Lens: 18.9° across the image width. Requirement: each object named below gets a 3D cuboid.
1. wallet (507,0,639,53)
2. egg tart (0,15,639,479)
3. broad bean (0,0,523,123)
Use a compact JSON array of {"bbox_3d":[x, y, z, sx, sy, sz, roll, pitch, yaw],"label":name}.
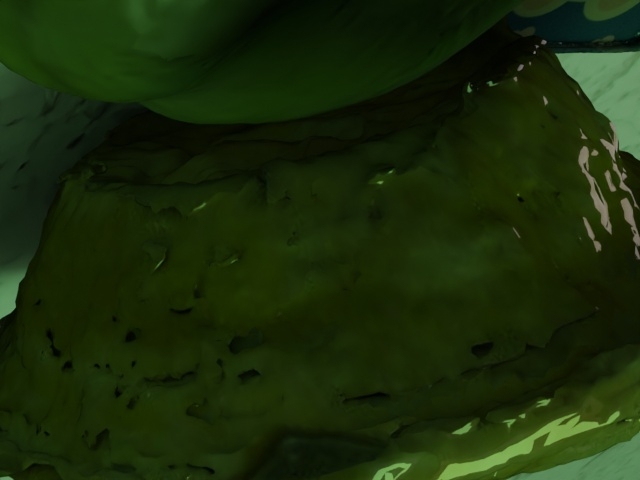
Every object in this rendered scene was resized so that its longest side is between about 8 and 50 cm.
[{"bbox_3d":[0.145,-0.167,0.852,0.141,0.059,0.202,-4,142,-41],"label":"wallet"},{"bbox_3d":[0.000,0.000,0.787,0.345,0.132,0.345,-15,-163,4],"label":"egg tart"},{"bbox_3d":[0.003,-0.137,0.638,0.291,0.119,0.238,-27,149,-23],"label":"broad bean"}]
